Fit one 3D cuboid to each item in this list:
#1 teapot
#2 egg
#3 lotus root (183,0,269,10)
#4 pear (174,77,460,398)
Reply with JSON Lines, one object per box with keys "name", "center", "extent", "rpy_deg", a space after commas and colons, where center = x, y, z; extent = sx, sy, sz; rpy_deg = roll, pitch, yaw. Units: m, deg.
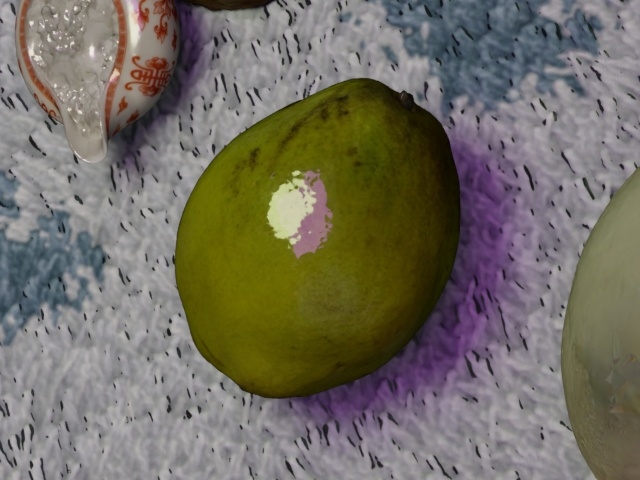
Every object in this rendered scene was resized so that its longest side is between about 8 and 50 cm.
{"name": "teapot", "center": [-0.193, -0.186, 1.644], "extent": [0.159, 0.116, 0.245], "rpy_deg": [-32, 77, 43]}
{"name": "egg", "center": [0.280, 0.076, 1.329], "extent": [0.337, 0.201, 0.337], "rpy_deg": [19, 116, 46]}
{"name": "lotus root", "center": [-0.082, -0.308, 1.611], "extent": [0.199, 0.180, 0.188], "rpy_deg": [-28, 75, 10]}
{"name": "pear", "center": [0.000, 0.000, 1.499], "extent": [0.212, 0.212, 0.269], "rpy_deg": [33, 101, 21]}
